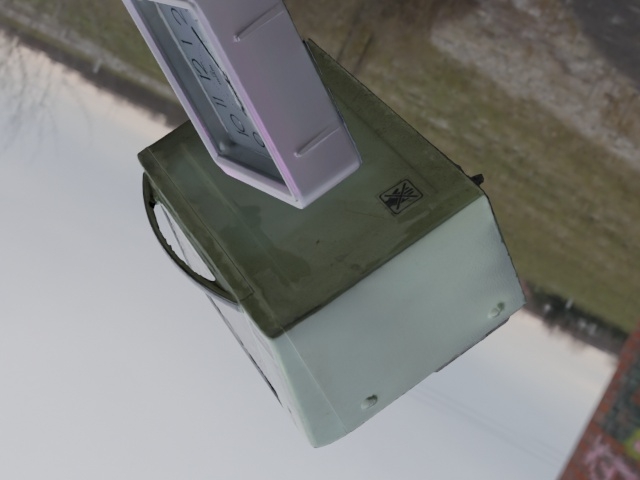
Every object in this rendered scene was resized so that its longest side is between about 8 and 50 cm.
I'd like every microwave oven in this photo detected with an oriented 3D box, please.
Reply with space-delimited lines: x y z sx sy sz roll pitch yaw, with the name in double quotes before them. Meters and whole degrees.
"microwave oven" 0.000 0.000 1.367 0.394 0.333 0.247 49 170 44

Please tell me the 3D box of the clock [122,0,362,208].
"clock" -0.064 -0.129 0.856 0.150 0.063 0.197 27 151 54
